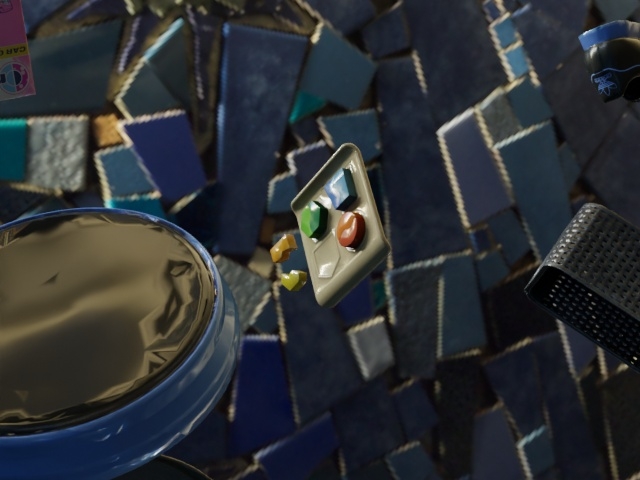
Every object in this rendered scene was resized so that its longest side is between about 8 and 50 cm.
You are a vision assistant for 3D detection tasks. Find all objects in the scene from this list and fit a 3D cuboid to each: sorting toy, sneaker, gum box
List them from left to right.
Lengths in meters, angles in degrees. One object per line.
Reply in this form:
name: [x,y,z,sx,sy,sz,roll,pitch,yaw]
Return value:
gum box: [-0.332,-0.200,0.887,0.188,0.062,0.107,30,130,49]
sorting toy: [0.000,0.000,1.731,0.307,0.041,0.229,-46,51,41]
sneaker: [0.406,-0.217,1.177,0.081,0.232,0.090,-18,84,56]

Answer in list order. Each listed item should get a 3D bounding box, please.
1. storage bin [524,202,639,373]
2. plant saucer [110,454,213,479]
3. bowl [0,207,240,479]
storage bin: [0.312,0.057,0.968,0.180,0.084,0.122,35,164,11]
plant saucer: [-0.249,0.381,1.168,0.310,0.311,0.050,57,178,-24]
bowl: [-0.286,0.098,1.059,0.391,0.391,0.077,30,140,34]
